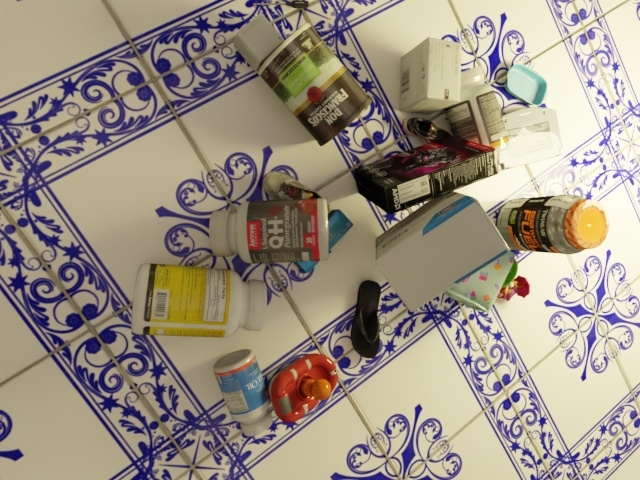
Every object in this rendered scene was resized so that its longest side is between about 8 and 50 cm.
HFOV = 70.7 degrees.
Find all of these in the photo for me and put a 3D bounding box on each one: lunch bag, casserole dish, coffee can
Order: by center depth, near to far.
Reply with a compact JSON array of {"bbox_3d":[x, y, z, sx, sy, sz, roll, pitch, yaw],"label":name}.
[{"bbox_3d":[-0.015,-0.441,1.295,0.201,0.201,0.275,-46,104,-12],"label":"coffee can"},{"bbox_3d":[0.469,0.084,1.496,0.262,0.160,0.223,29,86,-3],"label":"lunch bag"},{"bbox_3d":[0.735,-0.557,1.623,0.189,0.037,0.114,22,85,-17],"label":"casserole dish"}]

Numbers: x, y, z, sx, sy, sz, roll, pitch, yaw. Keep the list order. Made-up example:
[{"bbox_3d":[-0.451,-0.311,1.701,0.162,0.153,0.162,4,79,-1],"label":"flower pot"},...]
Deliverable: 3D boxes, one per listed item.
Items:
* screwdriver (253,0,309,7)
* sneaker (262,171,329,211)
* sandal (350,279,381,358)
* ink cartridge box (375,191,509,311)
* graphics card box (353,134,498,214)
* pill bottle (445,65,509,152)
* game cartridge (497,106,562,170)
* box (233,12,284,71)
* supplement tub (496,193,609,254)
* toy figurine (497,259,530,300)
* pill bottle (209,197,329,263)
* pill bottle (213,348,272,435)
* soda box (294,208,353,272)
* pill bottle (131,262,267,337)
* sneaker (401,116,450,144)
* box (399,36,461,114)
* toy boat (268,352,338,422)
[{"bbox_3d":[-0.117,-0.711,1.348,0.170,0.024,0.025,-3,122,-16],"label":"screwdriver"},{"bbox_3d":[-0.066,-0.141,1.345,0.225,0.093,0.088,26,84,-17],"label":"sneaker"},{"bbox_3d":[0.151,0.257,1.448,0.097,0.054,0.254,0,92,-18],"label":"sandal"},{"bbox_3d":[0.314,0.007,1.270,0.286,0.395,0.166,-35,94,11],"label":"ink cartridge box"},{"bbox_3d":[0.315,-0.210,1.376,0.371,0.233,0.094,-21,118,-11],"label":"graphics card box"},{"bbox_3d":[0.505,-0.413,1.486,0.162,0.162,0.278,-22,99,-16],"label":"pill bottle"},{"bbox_3d":[0.729,-0.371,1.619,0.297,0.062,0.198,-15,92,-17],"label":"game cartridge"},{"bbox_3d":[-0.178,-0.568,1.297,0.101,0.087,0.102,-46,104,-12],"label":"box"},{"bbox_3d":[0.764,-0.053,1.501,0.194,0.316,0.193,0,91,-18],"label":"supplement tub"},{"bbox_3d":[0.666,0.163,1.595,0.159,0.130,0.173,34,103,-25],"label":"toy figurine"},{"bbox_3d":[-0.136,-0.025,1.257,0.319,0.176,0.176,-3,93,1],"label":"pill bottle"},{"bbox_3d":[-0.215,0.438,1.298,0.124,0.124,0.221,-21,99,-16],"label":"pill bottle"},{"bbox_3d":[0.000,0.000,1.384,0.210,0.067,0.071,-46,104,-12],"label":"soda box"},{"bbox_3d":[-0.323,0.166,1.221,0.334,0.188,0.187,7,90,-18],"label":"pill bottle"},{"bbox_3d":[0.359,-0.356,1.485,0.178,0.077,0.071,12,89,-19],"label":"sneaker"},{"bbox_3d":[0.341,-0.509,1.419,0.119,0.182,0.180,1,91,-18],"label":"box"},{"bbox_3d":[-0.028,0.430,1.321,0.231,0.151,0.150,-25,102,-43],"label":"toy boat"}]
